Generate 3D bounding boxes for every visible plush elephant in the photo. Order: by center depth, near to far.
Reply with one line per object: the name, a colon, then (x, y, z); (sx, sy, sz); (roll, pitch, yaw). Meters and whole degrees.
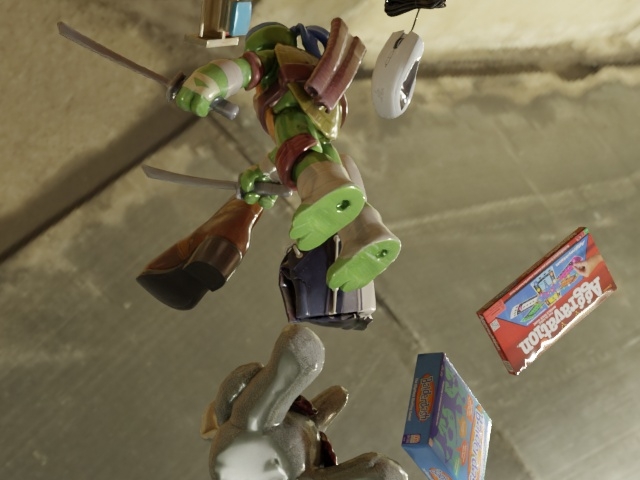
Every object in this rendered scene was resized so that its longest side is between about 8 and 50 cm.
plush elephant: (-0.048, 0.293, 1.676); (0.272, 0.330, 0.255); (50, 13, 0)

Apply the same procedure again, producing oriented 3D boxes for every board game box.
board game box: (0.196, 0.293, 1.784); (0.210, 0.047, 0.160); (53, 39, -42)
board game box: (0.428, 0.112, 2.193); (0.281, 0.027, 0.145); (-37, 109, -20)

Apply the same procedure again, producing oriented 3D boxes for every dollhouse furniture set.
dollhouse furniture set: (-0.071, -0.328, 1.458); (0.129, 0.184, 0.129); (19, 21, 26)

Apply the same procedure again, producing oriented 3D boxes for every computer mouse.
computer mouse: (0.116, -0.275, 1.719); (0.042, 0.106, 0.193); (16, 88, -50)

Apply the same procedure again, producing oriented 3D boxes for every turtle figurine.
turtle figurine: (-0.064, -0.069, 1.047); (0.274, 0.198, 0.266); (-14, 50, -22)

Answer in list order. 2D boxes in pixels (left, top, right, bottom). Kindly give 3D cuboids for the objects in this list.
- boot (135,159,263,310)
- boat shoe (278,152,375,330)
boot: (-0.160, -0.034, 1.859); (0.096, 0.264, 0.280); (38, 57, -12)
boat shoe: (0.000, 0.000, 2.168); (0.158, 0.127, 0.341); (-1, 73, -21)
